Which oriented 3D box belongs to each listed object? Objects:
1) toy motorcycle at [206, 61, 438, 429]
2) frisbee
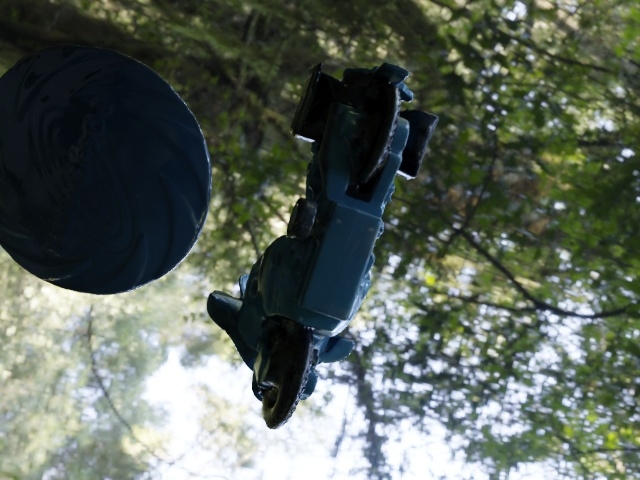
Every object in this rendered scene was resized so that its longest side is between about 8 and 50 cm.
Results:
[{"bbox_3d":[0.000,0.000,0.736,0.182,0.123,0.272,-154,-96,-77],"label":"toy motorcycle"},{"bbox_3d":[-0.265,-0.071,1.081,0.290,0.289,0.049,-59,-179,17],"label":"frisbee"}]
